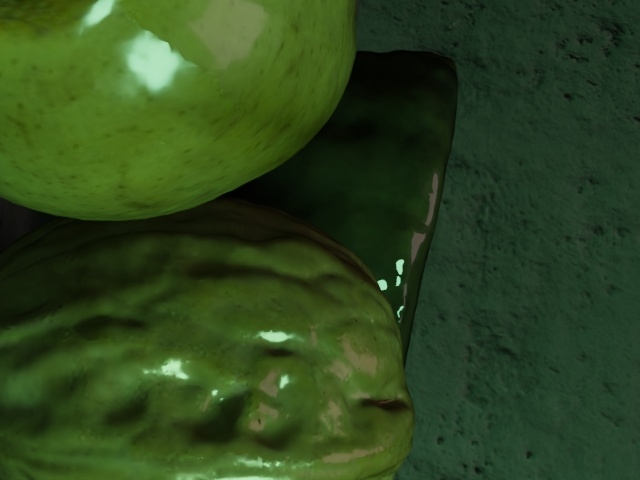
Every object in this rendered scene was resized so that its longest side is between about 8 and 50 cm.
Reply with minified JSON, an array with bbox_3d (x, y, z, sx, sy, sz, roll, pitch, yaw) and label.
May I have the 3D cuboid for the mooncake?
[{"bbox_3d":[0.000,0.000,0.911,0.228,0.124,0.228,9,90,-88],"label":"mooncake"}]

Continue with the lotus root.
[{"bbox_3d":[-0.072,-0.096,0.535,0.310,0.183,0.182,-32,129,-83],"label":"lotus root"}]

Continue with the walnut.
[{"bbox_3d":[-0.060,0.076,0.729,0.213,0.213,0.213,8,90,-86],"label":"walnut"}]
